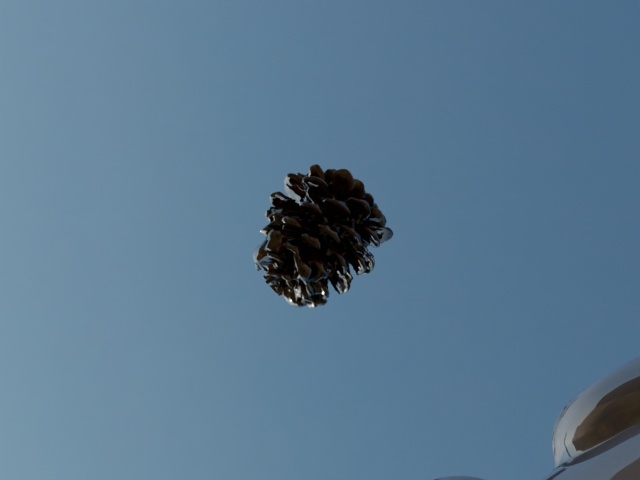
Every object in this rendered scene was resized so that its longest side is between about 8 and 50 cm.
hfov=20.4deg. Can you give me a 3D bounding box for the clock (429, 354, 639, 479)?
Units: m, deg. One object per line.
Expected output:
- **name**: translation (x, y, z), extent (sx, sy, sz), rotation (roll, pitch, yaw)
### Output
- **clock**: translation (0.059, 0.134, 0.469), extent (0.254, 0.189, 0.189), rotation (-21, -102, 2)

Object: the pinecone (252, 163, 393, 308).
- **pinecone**: translation (0.000, 0.000, 1.043), extent (0.077, 0.077, 0.083), rotation (5, -131, 23)
